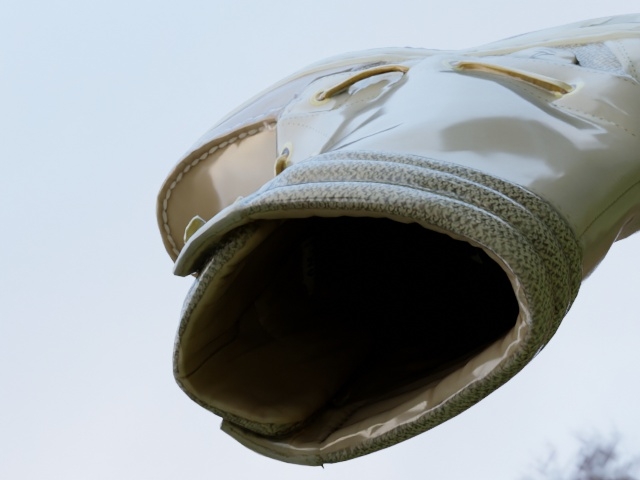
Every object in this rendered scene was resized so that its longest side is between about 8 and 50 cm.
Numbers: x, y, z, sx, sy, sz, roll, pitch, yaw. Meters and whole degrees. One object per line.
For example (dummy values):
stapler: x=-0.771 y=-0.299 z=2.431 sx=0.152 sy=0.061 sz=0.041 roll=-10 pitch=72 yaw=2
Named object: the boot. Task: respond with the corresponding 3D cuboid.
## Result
boot: x=0.000 y=0.000 z=0.492 sx=0.203 sy=0.262 sz=0.095 roll=-37 pitch=-67 yaw=-50
